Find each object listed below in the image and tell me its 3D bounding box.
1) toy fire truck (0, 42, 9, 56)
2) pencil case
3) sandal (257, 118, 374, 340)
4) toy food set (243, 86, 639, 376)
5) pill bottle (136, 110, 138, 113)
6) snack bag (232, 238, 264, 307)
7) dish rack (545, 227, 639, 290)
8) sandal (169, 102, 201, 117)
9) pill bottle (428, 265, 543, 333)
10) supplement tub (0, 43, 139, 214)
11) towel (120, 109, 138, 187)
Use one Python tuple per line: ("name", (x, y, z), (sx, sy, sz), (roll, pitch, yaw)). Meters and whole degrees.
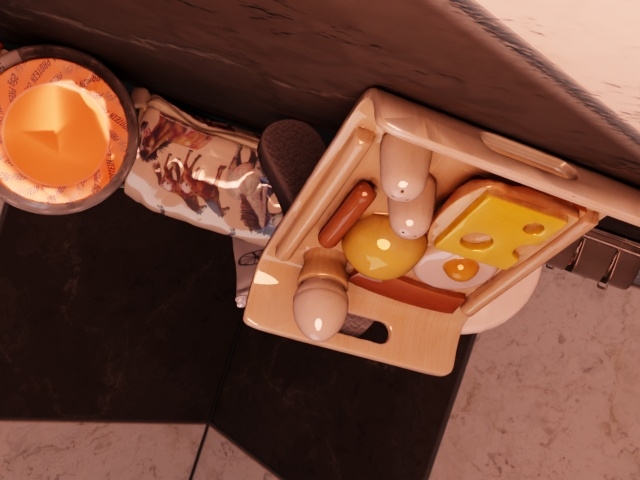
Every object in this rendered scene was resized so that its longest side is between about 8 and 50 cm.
("toy fire truck", (-0.460, -0.261, 1.030), (0.135, 0.047, 0.192), (18, -178, 8))
("pencil case", (-0.095, -0.088, 1.079), (0.410, 0.184, 0.160), (18, -148, -7))
("sandal", (0.000, -0.011, 0.769), (0.097, 0.255, 0.054), (-6, 155, -22))
("toy food set", (0.082, 0.023, 0.580), (0.219, 0.093, 0.306), (17, 147, -14))
("pill bottle", (-0.281, -0.184, 1.444), (0.214, 0.117, 0.117), (16, -177, -29))
("snack bag", (0.000, 0.000, 1.312), (0.322, 0.037, 0.342), (-15, -156, -2))
("dish rack", (0.298, -0.003, 1.022), (0.208, 0.074, 0.271), (19, -176, -10))
("sandal", (-0.238, -0.155, 1.274), (0.120, 0.086, 0.303), (8, 169, 14))
("pill bottle", (0.125, 0.001, 0.875), (0.169, 0.169, 0.301), (18, -177, -12))
("supplement tub", (-0.330, -0.136, 0.895), (0.193, 0.194, 0.316), (17, -178, -22))
("towel", (-0.314, -0.170, 1.584), (0.271, 0.040, 0.370), (17, -154, -21))
